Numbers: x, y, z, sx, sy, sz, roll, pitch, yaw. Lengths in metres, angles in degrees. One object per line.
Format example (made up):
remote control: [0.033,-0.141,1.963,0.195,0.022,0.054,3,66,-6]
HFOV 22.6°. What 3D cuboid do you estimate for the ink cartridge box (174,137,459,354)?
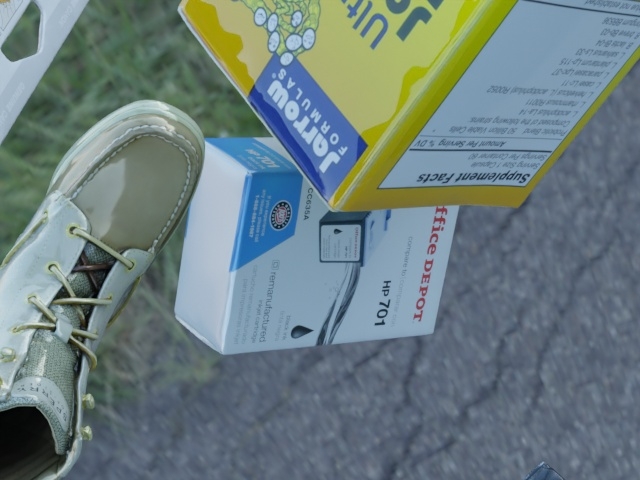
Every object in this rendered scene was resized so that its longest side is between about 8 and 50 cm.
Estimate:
ink cartridge box: [0.000,0.000,1.175,0.191,0.139,0.082,-3,22,-32]

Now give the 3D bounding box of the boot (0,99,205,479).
boot: [-0.133,0.038,0.842,0.213,0.077,0.165,-49,20,21]

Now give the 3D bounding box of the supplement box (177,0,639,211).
supplement box: [0.110,-0.207,0.973,0.195,0.194,0.356,53,122,27]

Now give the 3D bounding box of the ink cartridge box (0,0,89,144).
ink cartridge box: [-0.339,-0.250,1.441,0.066,0.261,0.296,-15,34,28]

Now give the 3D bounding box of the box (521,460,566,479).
box: [0.182,0.227,0.614,0.060,0.216,0.270,-43,46,-5]
